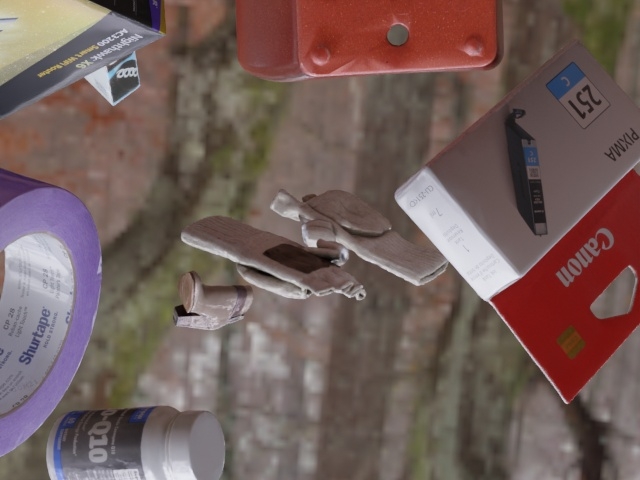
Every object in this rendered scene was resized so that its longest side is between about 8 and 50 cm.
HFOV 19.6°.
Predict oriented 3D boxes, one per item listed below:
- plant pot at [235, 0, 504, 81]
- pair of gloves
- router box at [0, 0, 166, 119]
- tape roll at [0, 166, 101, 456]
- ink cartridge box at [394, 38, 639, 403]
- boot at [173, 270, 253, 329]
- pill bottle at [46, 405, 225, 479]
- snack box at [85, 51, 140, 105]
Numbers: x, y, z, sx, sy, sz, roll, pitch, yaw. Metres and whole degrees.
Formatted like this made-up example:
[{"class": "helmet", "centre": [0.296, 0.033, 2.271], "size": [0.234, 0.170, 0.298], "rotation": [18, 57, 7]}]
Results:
[{"class": "plant pot", "centre": [0.056, -0.271, 1.739], "size": [0.267, 0.267, 0.236], "rotation": [-4, -163, -5]}, {"class": "pair of gloves", "centre": [0.000, 0.000, 1.959], "size": [0.204, 0.042, 0.240], "rotation": [29, -152, 32]}, {"class": "router box", "centre": [-0.324, -0.189, 1.579], "size": [0.309, 0.081, 0.243], "rotation": [-22, 153, 36]}, {"class": "tape roll", "centre": [-0.322, 0.068, 1.763], "size": [0.090, 0.274, 0.275], "rotation": [19, -164, 24]}, {"class": "ink cartridge box", "centre": [0.247, -0.027, 1.815], "size": [0.296, 0.261, 0.066], "rotation": [-41, 180, -41]}, {"class": "boot", "centre": [-0.118, 0.064, 2.106], "size": [0.087, 0.042, 0.118], "rotation": [-8, 153, -20]}, {"class": "pill bottle", "centre": [-0.155, 0.179, 1.570], "size": [0.137, 0.078, 0.078], "rotation": [-6, -174, 24]}, {"class": "snack box", "centre": [-0.344, -0.340, 2.604], "size": [0.187, 0.060, 0.322], "rotation": [44, 162, 17]}]
